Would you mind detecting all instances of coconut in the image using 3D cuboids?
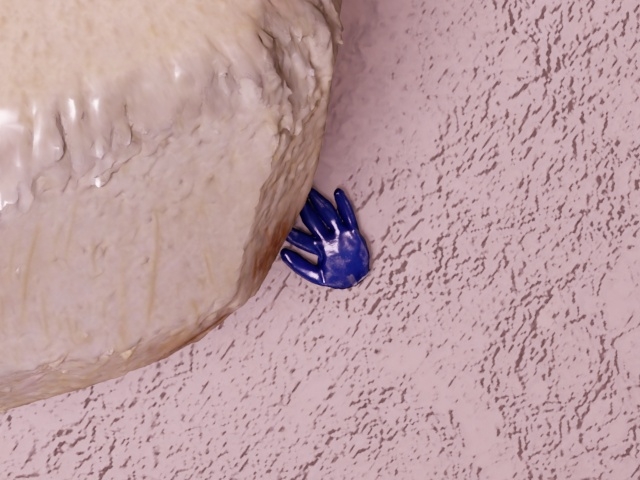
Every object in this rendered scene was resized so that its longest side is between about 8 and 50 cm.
[{"bbox_3d":[-0.170,-0.080,1.060,0.415,0.415,0.345,-15,74,-9],"label":"coconut"}]

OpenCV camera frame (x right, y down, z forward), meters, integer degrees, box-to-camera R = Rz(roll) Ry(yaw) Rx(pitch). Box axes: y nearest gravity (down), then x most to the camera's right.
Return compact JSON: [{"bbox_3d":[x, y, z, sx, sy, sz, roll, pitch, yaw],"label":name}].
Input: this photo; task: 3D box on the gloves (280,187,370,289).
[{"bbox_3d":[0.000,0.000,1.310,0.064,0.026,0.086,-26,115,-2],"label":"gloves"}]
